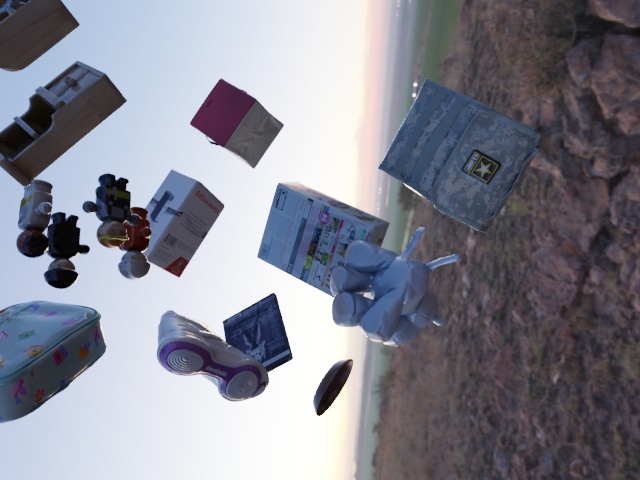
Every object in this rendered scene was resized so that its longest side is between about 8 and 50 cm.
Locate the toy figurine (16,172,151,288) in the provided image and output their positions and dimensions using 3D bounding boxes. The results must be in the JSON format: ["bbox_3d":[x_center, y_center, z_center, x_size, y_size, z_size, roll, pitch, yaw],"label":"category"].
[{"bbox_3d":[-0.420,-0.009,0.946,0.209,0.213,0.148,104,161,-67],"label":"toy figurine"}]

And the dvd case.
[{"bbox_3d":[-0.162,0.246,1.316,0.018,0.165,0.221,54,-171,-40],"label":"dvd case"}]

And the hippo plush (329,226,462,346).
[{"bbox_3d":[0.173,0.121,1.255,0.294,0.234,0.236,-46,-36,-1],"label":"hippo plush"}]

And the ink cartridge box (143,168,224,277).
[{"bbox_3d":[-0.438,-0.050,1.596,0.272,0.114,0.197,-58,-22,-9],"label":"ink cartridge box"}]

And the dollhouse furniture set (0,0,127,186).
[{"bbox_3d":[-0.370,-0.209,0.584,0.161,0.212,0.242,-46,-42,-14],"label":"dollhouse furniture set"}]

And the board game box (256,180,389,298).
[{"bbox_3d":[0.000,0.000,1.392,0.098,0.304,0.223,-15,-53,-58],"label":"board game box"}]

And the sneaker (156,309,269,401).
[{"bbox_3d":[-0.223,0.243,1.139,0.305,0.114,0.152,43,-172,-38],"label":"sneaker"}]

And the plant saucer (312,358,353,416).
[{"bbox_3d":[0.028,0.374,1.361,0.168,0.029,0.168,-47,-27,-33],"label":"plant saucer"}]

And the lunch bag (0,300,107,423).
[{"bbox_3d":[-0.564,0.210,0.972,0.279,0.224,0.107,-47,-38,-64],"label":"lunch bag"}]

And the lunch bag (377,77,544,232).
[{"bbox_3d":[0.308,-0.183,1.154,0.169,0.287,0.235,10,-66,-50],"label":"lunch bag"}]

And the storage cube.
[{"bbox_3d":[-0.274,-0.388,1.749,0.215,0.193,0.184,-54,-31,2],"label":"storage cube"}]
